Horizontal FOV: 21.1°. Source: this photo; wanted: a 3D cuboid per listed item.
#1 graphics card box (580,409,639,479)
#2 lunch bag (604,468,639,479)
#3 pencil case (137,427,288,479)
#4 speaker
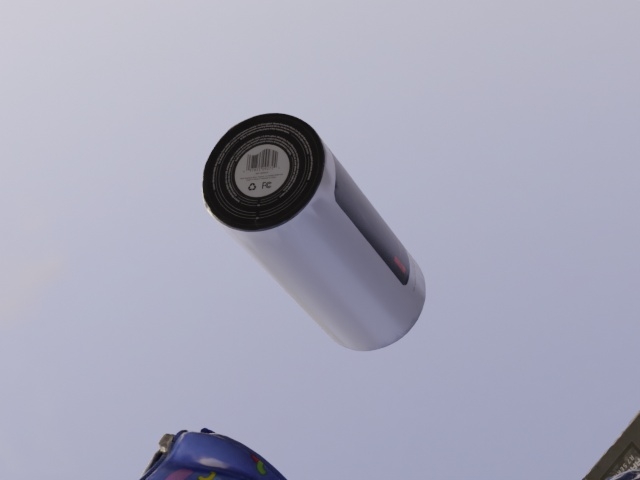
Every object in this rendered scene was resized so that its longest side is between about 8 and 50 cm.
[{"bbox_3d":[0.344,0.190,0.971,0.094,0.232,0.371,12,-149,-49],"label":"graphics card box"},{"bbox_3d":[0.089,0.105,0.499,0.098,0.065,0.067,-25,-164,-27],"label":"lunch bag"},{"bbox_3d":[-0.147,0.259,1.246,0.133,0.119,0.306,45,-117,8],"label":"pencil case"},{"bbox_3d":[0.000,0.000,0.741,0.055,0.136,0.055,-10,-118,19],"label":"speaker"}]
